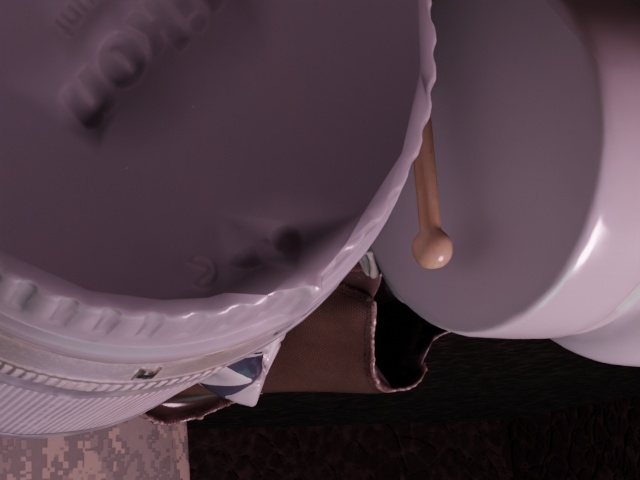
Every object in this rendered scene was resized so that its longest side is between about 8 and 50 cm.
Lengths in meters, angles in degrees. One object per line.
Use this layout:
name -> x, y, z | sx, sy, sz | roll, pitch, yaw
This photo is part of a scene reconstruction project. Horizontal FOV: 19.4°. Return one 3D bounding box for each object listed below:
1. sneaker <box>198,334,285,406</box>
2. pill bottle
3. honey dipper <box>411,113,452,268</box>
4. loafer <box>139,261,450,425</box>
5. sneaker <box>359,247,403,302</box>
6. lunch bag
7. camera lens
sneaker -> -0.087, 0.006, 1.138 | 0.153, 0.094, 0.235 | 20, 154, 3
pill bottle -> 0.209, -0.039, 0.946 | 0.361, 0.204, 0.204 | 2, 167, -37
honey dipper -> 0.044, -0.066, 0.833 | 0.030, 0.160, 0.030 | -6, 171, -1
loafer -> 0.008, 0.044, 1.268 | 0.366, 0.130, 0.134 | -27, 140, 18
sneaker -> 0.050, -0.043, 1.024 | 0.122, 0.146, 0.330 | -9, 168, 24
lunch bag -> -0.249, 0.125, 1.498 | 0.169, 0.235, 0.287 | -10, 169, 35
camera lens -> -0.095, -0.043, 0.726 | 0.219, 0.219, 0.274 | -2, 169, -18
